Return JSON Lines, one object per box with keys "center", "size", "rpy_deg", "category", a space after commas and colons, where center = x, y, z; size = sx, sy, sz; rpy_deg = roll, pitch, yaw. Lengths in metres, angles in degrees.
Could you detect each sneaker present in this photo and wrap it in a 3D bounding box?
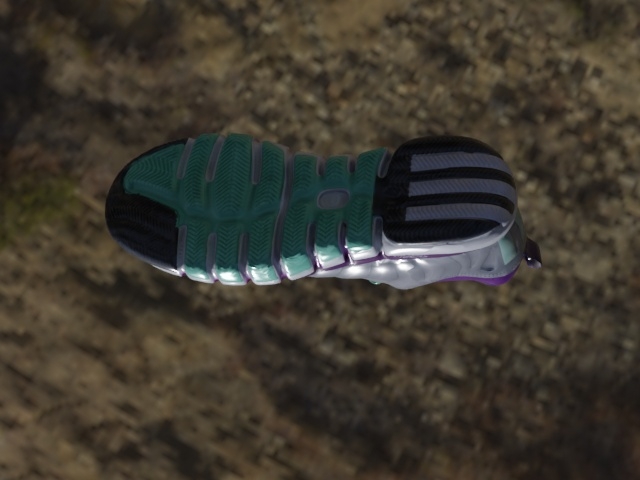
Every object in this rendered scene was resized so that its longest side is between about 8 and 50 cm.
{"center": [0.000, 0.000, 1.016], "size": [0.223, 0.083, 0.098], "rpy_deg": [2, 154, 23], "category": "sneaker"}
